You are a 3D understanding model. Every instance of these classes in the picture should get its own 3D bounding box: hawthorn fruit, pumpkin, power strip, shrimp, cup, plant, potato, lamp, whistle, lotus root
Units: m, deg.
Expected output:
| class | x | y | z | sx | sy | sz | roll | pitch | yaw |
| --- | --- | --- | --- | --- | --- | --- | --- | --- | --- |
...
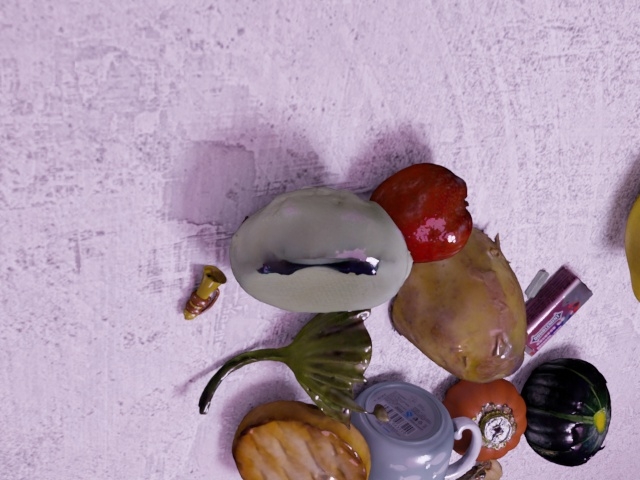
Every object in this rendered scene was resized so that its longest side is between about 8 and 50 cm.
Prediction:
| class | x | y | z | sx | sy | sz | roll | pitch | yaw |
| --- | --- | --- | --- | --- | --- | --- | --- | --- | --- |
| hawthorn fruit | 0.166 | -0.042 | 1.352 | 0.202 | 0.185 | 0.185 | -18 | 136 | 2 |
| pumpkin | 0.648 | 0.460 | 2.080 | 0.295 | 0.296 | 0.296 | -19 | 134 | -21 |
| power strip | 0.519 | 0.106 | 1.825 | 0.027 | 0.017 | 0.083 | 12 | 117 | -39 |
| shrimp | 0.290 | 0.587 | 1.707 | 0.251 | 0.052 | 0.144 | -23 | 145 | -34 |
| cup | 0.212 | 0.481 | 1.740 | 0.356 | 0.259 | 0.275 | -4 | 126 | -18 |
| plant | -0.044 | 0.222 | 1.441 | 0.333 | 0.251 | 0.180 | 9 | 162 | -18 |
| potato | 0.321 | 0.159 | 1.572 | 0.300 | 0.237 | 0.289 | -39 | 137 | -1 |
| lamp | 0.406 | 0.441 | 1.902 | 0.223 | 0.196 | 0.223 | -1 | 96 | -11 |
| whistle | -0.202 | 0.093 | 1.316 | 0.046 | 0.057 | 0.109 | 34 | 119 | -1 |
| lotus root | 0.511 | 0.691 | 2.281 | 0.073 | 0.062 | 0.150 | -53 | 142 | -18 |

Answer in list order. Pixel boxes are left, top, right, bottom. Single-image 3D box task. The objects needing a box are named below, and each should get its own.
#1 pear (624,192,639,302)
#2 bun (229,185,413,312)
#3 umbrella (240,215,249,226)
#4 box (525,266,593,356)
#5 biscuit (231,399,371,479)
| class | x | y | z | sx | sy | sz | roll | pitch | yaw |
| --- | --- | --- | --- | --- | --- | --- | --- | --- | --- |
| pear | 0.887 | -0.015 | 1.729 | 0.362 | 0.362 | 0.419 | 15 | 96 | -41 |
| bun | 0.000 | 0.000 | 1.248 | 0.293 | 0.187 | 0.293 | 3 | 156 | 1 |
| umbrella | -0.122 | 0.027 | 1.316 | 0.027 | 0.025 | 0.165 | -4 | 128 | -4 |
| box | 0.563 | 0.178 | 1.879 | 0.224 | 0.069 | 0.120 | -48 | 136 | 9 |
| biscuit | -0.039 | 0.445 | 1.588 | 0.296 | 0.102 | 0.297 | 8 | 126 | 10 |
